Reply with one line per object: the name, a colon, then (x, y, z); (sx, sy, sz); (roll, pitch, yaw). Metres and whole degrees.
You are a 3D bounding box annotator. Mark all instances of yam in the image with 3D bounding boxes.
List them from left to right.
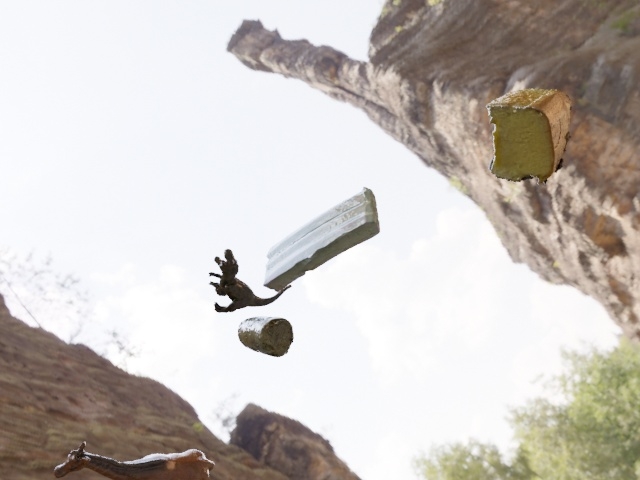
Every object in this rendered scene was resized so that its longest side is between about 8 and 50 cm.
yam: (-0.109, 0.187, 1.335); (0.078, 0.179, 0.078); (3, -97, -22)

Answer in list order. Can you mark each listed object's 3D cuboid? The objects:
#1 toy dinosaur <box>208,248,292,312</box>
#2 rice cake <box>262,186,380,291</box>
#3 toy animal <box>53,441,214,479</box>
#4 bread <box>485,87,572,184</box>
toy dinosaur: (-0.164, 0.103, 1.570); (0.178, 0.087, 0.187); (-10, -42, 3)
rice cake: (0.000, 0.000, 1.166); (0.237, 0.127, 0.043); (-33, -62, 23)
toy animal: (-0.254, 0.335, 0.954); (0.224, 0.066, 0.230); (-8, -42, -26)
bread: (0.390, -0.195, 1.266); (0.169, 0.140, 0.160); (-32, -56, -45)
